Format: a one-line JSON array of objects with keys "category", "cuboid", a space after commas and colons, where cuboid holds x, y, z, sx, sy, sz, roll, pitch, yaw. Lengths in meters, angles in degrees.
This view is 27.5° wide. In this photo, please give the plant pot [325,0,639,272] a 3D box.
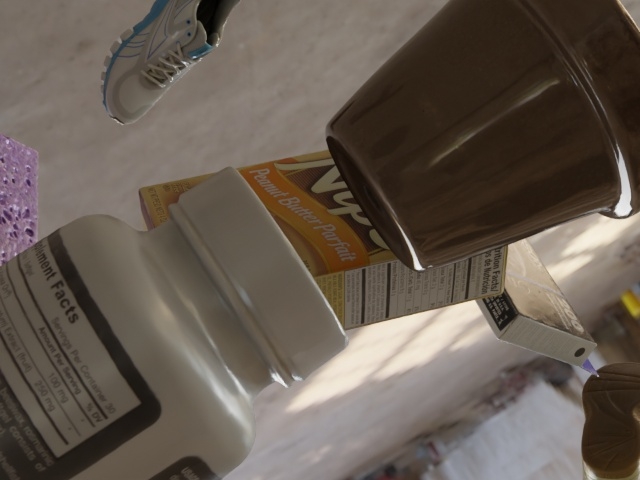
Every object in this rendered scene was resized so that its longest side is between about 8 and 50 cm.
[{"category": "plant pot", "cuboid": [0.137, -0.091, 1.095, 0.229, 0.263, 0.263, -33, 166, -6]}]

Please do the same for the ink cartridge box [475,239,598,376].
[{"category": "ink cartridge box", "cuboid": [0.235, 0.050, 1.526, 0.208, 0.206, 0.045, 23, 120, -44]}]

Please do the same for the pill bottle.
[{"category": "pill bottle", "cuboid": [-0.149, 0.095, 0.765, 0.318, 0.176, 0.176, -33, 166, -5]}]

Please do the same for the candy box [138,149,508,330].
[{"category": "candy box", "cuboid": [0.000, 0.000, 1.263, 0.316, 0.183, 0.087, -13, 132, -13]}]

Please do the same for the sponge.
[{"category": "sponge", "cuboid": [-0.312, -0.005, 1.250, 0.031, 0.210, 0.117, -10, 161, 19]}]

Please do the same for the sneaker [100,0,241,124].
[{"category": "sneaker", "cuboid": [-0.145, -0.192, 1.294, 0.071, 0.083, 0.190, 29, 96, -46]}]

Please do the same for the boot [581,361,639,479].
[{"category": "boot", "cuboid": [0.379, 0.289, 1.638, 0.095, 0.203, 0.262, -1, -154, 17]}]
